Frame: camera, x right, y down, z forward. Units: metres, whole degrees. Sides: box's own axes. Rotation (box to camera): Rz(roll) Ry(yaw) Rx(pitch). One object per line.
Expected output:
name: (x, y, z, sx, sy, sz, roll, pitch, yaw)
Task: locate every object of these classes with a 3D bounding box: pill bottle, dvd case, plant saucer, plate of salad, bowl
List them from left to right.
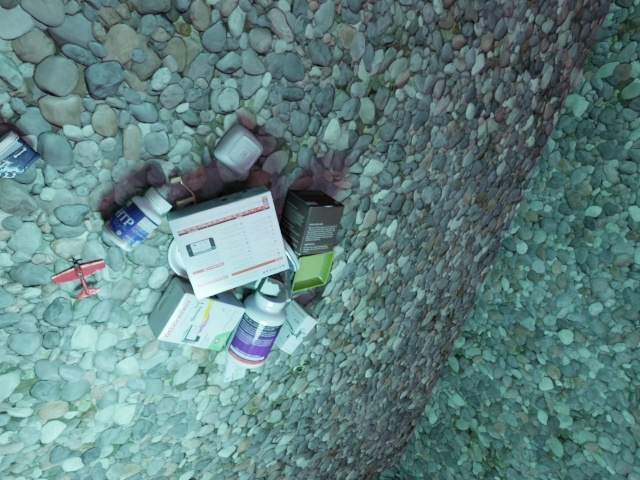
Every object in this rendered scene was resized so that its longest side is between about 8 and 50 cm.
pill bottle: (-0.545, -0.068, 1.297, 0.186, 0.112, 0.112, -45, 136, -8)
plate of salad: (-0.424, 0.051, 1.497, 0.200, 0.048, 0.199, -10, 116, -22)
bowl: (-0.262, -0.295, 1.430, 0.142, 0.053, 0.142, -52, 135, -2)
pill bottle: (-0.251, 0.341, 1.734, 0.181, 0.181, 0.323, 6, 119, -42)
dvd case: (-0.205, 0.184, 1.778, 0.165, 0.018, 0.221, -9, 124, -16)
plant saucer: (-0.042, 0.124, 1.876, 0.188, 0.045, 0.188, -10, 129, -35)

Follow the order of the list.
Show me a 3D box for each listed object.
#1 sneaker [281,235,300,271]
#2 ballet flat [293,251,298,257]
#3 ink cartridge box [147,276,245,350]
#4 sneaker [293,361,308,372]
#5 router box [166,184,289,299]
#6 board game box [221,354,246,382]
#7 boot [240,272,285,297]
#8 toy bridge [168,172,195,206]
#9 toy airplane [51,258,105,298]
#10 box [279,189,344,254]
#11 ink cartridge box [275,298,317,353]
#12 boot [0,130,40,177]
sneaker: (-0.199, 0.016, 1.625, 0.127, 0.126, 0.321, -40, 120, -16)
ballet flat: (-0.142, 0.080, 1.783, 0.114, 0.041, 0.041, -19, 127, -29)
ink cartridge box: (-0.452, 0.276, 1.591, 0.278, 0.117, 0.201, 27, 98, -45)
sneaker: (-0.094, 0.645, 2.186, 0.083, 0.035, 0.031, -21, 129, -28)
router box: (-0.301, 0.006, 1.451, 0.335, 0.082, 0.301, -18, 117, -14)
board game box: (-0.371, 0.547, 1.898, 0.103, 0.026, 0.154, -4, 119, -38)
boot: (-0.274, 0.111, 1.638, 0.305, 0.115, 0.112, 31, 109, -22)
toy bridge: (-0.441, -0.133, 1.404, 0.063, 0.026, 0.188, -24, 130, -29)
toy airplane: (-0.732, 0.120, 1.323, 0.151, 0.028, 0.151, -19, 127, -27)
box: (-0.039, -0.073, 1.674, 0.168, 0.167, 0.203, -4, 118, -38)
ink cartridge box: (-0.127, 0.380, 1.913, 0.190, 0.139, 0.082, -51, 135, -2)
boot: (-0.789, -0.173, 1.055, 0.190, 0.069, 0.086, -46, 133, -10)
